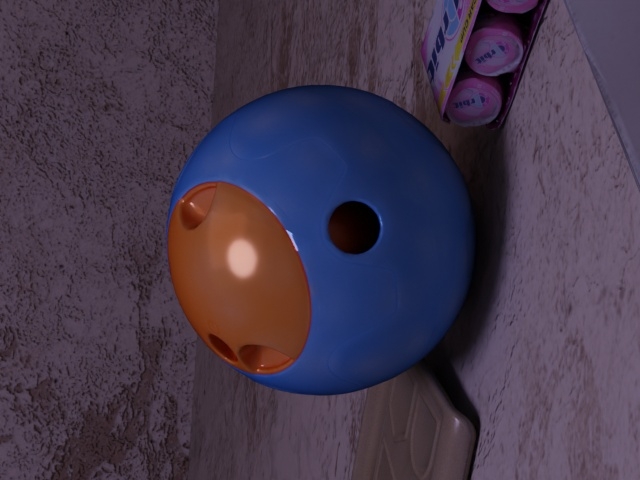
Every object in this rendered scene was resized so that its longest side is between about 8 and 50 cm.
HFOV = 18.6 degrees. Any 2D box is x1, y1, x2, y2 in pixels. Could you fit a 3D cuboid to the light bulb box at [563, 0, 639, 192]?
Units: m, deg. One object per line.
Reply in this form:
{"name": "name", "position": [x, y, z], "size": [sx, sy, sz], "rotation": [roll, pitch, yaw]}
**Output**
{"name": "light bulb box", "position": [0.282, -0.023, 0.467], "size": [0.361, 0.225, 0.358], "rotation": [-34, 37, 17]}

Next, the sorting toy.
{"name": "sorting toy", "position": [0.084, 0.263, 1.905], "size": [0.229, 0.041, 0.307], "rotation": [-127, 43, -63]}

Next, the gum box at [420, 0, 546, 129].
{"name": "gum box", "position": [0.147, -0.200, 1.747], "size": [0.107, 0.062, 0.188], "rotation": [-100, 20, -47]}

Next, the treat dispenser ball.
{"name": "treat dispenser ball", "position": [0.000, 0.000, 1.805], "size": [0.288, 0.288, 0.288], "rotation": [-175, 90, -76]}
